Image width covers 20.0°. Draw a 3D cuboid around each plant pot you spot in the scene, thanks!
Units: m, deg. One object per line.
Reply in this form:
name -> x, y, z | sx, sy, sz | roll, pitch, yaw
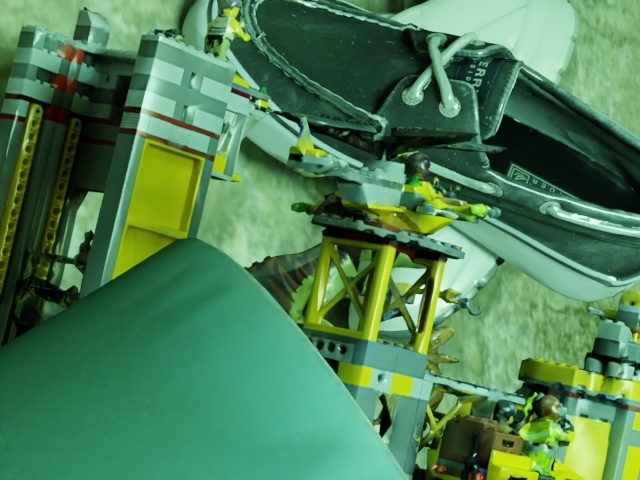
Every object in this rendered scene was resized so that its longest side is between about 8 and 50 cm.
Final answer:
plant pot -> -0.078, 0.181, 0.485 | 0.235, 0.293, 0.293 | -26, 107, -15

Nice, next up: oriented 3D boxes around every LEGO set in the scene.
LEGO set -> 0.000, 0.000, 0.801 | 0.255, 0.331, 0.192 | 16, 85, -39

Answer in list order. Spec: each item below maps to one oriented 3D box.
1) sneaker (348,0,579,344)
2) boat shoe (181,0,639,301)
sneaker -> 0.059, -0.062, 1.112 | 0.129, 0.111, 0.297 | 33, 52, -20
boat shoe -> 0.071, -0.069, 0.998 | 0.301, 0.102, 0.108 | 31, 57, -9
